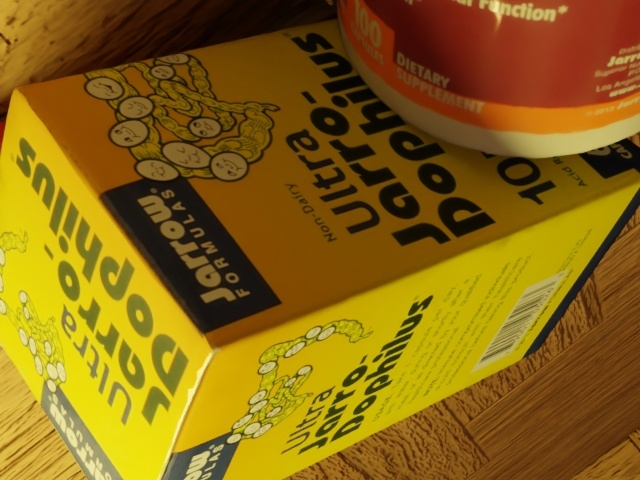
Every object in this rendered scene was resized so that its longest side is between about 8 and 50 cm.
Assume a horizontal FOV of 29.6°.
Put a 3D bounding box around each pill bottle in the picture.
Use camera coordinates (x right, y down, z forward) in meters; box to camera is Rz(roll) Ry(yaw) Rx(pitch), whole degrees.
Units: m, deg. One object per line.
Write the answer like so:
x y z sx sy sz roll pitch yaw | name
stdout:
0.120 -0.242 0.580 0.224 0.224 0.392 -27 149 -18 | pill bottle

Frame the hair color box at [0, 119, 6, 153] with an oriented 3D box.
-0.188 -0.026 0.747 0.167 0.053 0.093 -25 151 -26 | hair color box

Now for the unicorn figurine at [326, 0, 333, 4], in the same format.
-0.046 -0.196 0.655 0.162 0.060 0.111 1 146 -30 | unicorn figurine

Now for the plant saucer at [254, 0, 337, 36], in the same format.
0.010 -0.090 0.896 0.278 0.041 0.278 -28 152 -16 | plant saucer

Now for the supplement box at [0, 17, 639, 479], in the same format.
0.000 0.000 0.750 0.356 0.194 0.195 -20 148 -37 | supplement box
